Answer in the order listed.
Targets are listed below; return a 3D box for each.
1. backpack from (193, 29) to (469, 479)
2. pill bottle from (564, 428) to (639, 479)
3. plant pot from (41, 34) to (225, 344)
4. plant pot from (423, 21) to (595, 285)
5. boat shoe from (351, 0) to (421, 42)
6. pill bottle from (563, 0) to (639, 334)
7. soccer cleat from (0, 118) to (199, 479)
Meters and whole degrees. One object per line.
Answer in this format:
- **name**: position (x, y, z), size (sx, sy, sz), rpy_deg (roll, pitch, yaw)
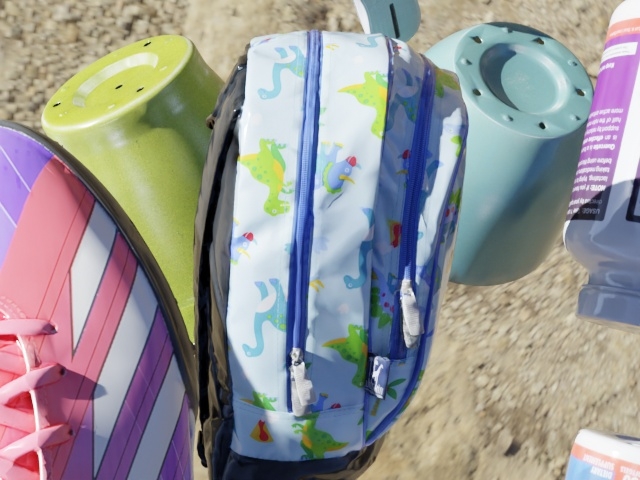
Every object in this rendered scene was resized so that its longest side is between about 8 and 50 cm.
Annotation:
- **backpack**: position (0.000, 0.000, 1.093), size (0.273, 0.290, 0.355), rpy_deg (-8, 113, 9)
- **pill bottle**: position (0.246, 0.273, 1.074), size (0.124, 0.124, 0.221), rpy_deg (12, 88, 14)
- **plant pot**: position (-0.209, -0.088, 1.887), size (0.367, 0.366, 0.353), rpy_deg (-18, 120, 16)
- **plant pot**: position (0.209, -0.127, 1.640), size (0.293, 0.293, 0.235), rpy_deg (40, 143, 10)
- **boat shoe**: position (0.059, -0.343, 1.607), size (0.109, 0.302, 0.094), rpy_deg (-31, 65, -10)
- **pill bottle**: position (0.344, -0.069, 1.292), size (0.182, 0.181, 0.322), rpy_deg (13, 86, 14)
- **soccer cleat**: position (-0.104, 0.106, 0.493), size (0.109, 0.116, 0.318), rpy_deg (-16, 87, 25)
